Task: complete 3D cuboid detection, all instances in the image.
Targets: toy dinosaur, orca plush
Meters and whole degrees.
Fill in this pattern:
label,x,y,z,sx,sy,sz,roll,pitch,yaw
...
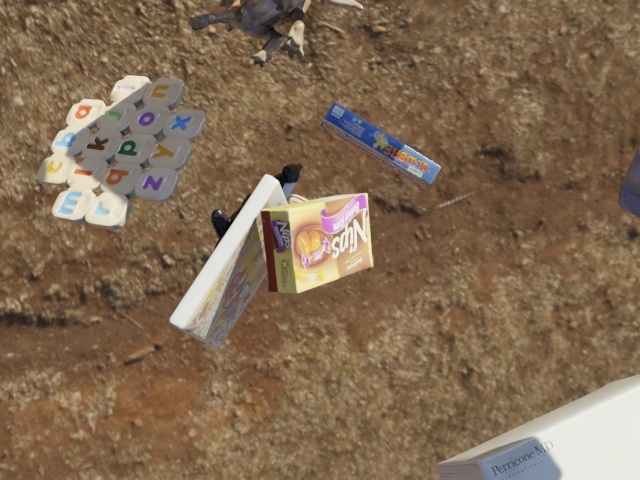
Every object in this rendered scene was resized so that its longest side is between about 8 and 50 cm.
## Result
label,x,y,z,sx,sy,sz,roll,pitch,yaw
toy dinosaur,-0.074,-0.390,1.155,0.127,0.295,0.200,48,45,-43
orca plush,-0.141,-0.028,1.310,0.102,0.151,0.287,24,122,-23

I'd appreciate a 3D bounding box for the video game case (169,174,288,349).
label,x,y,z,sx,sy,sz,roll,pitch,yaw
video game case,-0.111,0.039,1.025,0.227,0.026,0.206,-57,167,-10

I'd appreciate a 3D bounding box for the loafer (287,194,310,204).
label,x,y,z,sx,sy,sz,roll,pitch,yaw
loafer,-0.003,-0.019,1.111,0.125,0.045,0.039,38,66,-15

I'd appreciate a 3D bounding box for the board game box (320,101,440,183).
label,x,y,z,sx,sy,sz,roll,pitch,yaw
board game box,0.095,-0.159,1.233,0.201,0.136,0.035,31,93,-4

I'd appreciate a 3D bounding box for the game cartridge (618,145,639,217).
label,x,y,z,sx,sy,sz,roll,pitch,yaw
game cartridge,0.349,-0.093,0.425,0.355,0.230,0.068,-45,144,-28

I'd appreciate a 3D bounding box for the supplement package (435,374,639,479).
label,x,y,z,sx,sy,sz,roll,pitch,yaw
supplement package,0.292,0.262,0.822,0.261,0.145,0.204,-22,165,-10

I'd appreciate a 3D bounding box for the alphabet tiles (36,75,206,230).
label,x,y,z,sx,sy,sz,roll,pitch,yaw
alphabet tiles,-0.326,-0.149,1.207,0.021,0.277,0.284,55,48,-57

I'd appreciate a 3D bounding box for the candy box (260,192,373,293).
label,x,y,z,sx,sy,sz,roll,pitch,yaw
candy box,0.000,0.000,0.995,0.186,0.053,0.109,-14,101,-52
